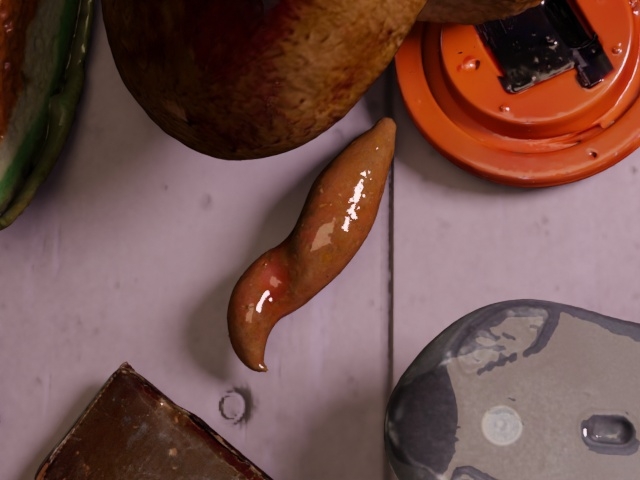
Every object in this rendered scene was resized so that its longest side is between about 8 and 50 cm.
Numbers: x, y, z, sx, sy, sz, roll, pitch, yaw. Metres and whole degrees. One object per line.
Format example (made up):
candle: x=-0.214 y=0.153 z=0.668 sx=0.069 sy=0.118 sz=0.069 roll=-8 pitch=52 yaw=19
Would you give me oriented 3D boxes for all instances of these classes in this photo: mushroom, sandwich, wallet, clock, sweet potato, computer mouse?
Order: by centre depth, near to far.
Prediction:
computer mouse: x=0.229 y=0.133 z=0.969 sx=0.379 sy=0.090 sz=0.167 roll=6 pitch=75 yaw=9
mushroom: x=-0.022 y=-0.230 z=1.045 sx=0.345 sy=0.239 sz=0.345 roll=-19 pitch=36 yaw=15
wallet: x=-0.087 y=0.195 z=1.053 sx=0.232 sy=0.031 sz=0.122 roll=38 pitch=90 yaw=22
sweet potato: x=-0.002 y=-0.001 z=1.077 sx=0.055 sy=0.058 sz=0.202 roll=37 pitch=84 yaw=-1
clock: x=0.152 y=-0.137 z=1.082 sx=0.205 sy=0.051 sz=0.205 roll=-4 pitch=72 yaw=13
sandwich: x=-0.260 y=-0.150 z=1.112 sx=0.109 sy=0.212 sz=0.292 roll=1 pitch=88 yaw=29
